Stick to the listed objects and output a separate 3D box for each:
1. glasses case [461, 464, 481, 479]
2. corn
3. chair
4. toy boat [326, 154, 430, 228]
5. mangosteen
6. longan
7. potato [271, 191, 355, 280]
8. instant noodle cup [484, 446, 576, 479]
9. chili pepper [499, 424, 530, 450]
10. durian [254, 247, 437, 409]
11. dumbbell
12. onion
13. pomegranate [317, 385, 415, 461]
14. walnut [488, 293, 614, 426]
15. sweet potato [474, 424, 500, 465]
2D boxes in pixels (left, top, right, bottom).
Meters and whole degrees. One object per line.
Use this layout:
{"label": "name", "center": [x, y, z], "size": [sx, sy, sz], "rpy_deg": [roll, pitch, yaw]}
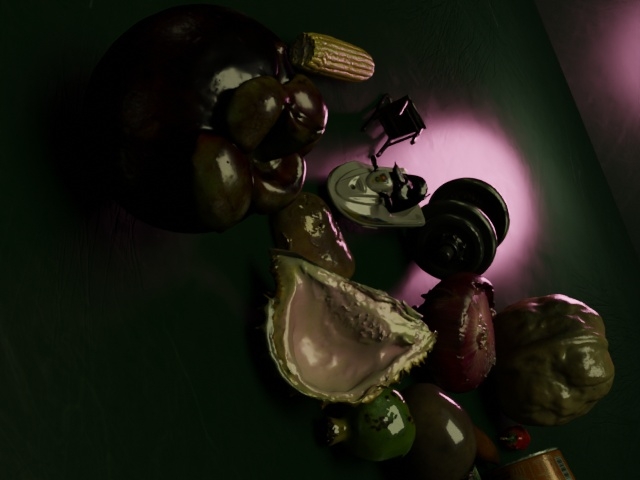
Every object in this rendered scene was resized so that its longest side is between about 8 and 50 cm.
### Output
{"label": "glasses case", "center": [0.301, 0.561, 1.801], "size": [0.272, 0.095, 0.062], "rpy_deg": [66, 29, -10]}
{"label": "corn", "center": [0.025, -0.363, 1.897], "size": [0.248, 0.081, 0.081], "rpy_deg": [-1, 74, -58]}
{"label": "chair", "center": [0.173, -0.271, 2.064], "size": [0.084, 0.101, 0.212], "rpy_deg": [59, 33, -19]}
{"label": "toy boat", "center": [0.123, -0.093, 1.851], "size": [0.269, 0.141, 0.141], "rpy_deg": [10, 64, -60]}
{"label": "mangosteen", "center": [-0.141, -0.149, 1.243], "size": [0.307, 0.347, 0.307], "rpy_deg": [-29, 130, -40]}
{"label": "longan", "center": [0.194, 0.345, 1.682], "size": [0.187, 0.167, 0.167], "rpy_deg": [59, 32, -6]}
{"label": "potato", "center": [0.000, 0.000, 1.652], "size": [0.200, 0.081, 0.164], "rpy_deg": [57, 32, -26]}
{"label": "instant noodle cup", "center": [0.443, 0.533, 1.952], "size": [0.216, 0.216, 0.172], "rpy_deg": [11, 55, -56]}
{"label": "chili pepper", "center": [0.444, 0.445, 2.141], "size": [0.191, 0.050, 0.059], "rpy_deg": [18, 42, -63]}
{"label": "durian", "center": [0.008, 0.169, 1.497], "size": [0.305, 0.185, 0.196], "rpy_deg": [33, 49, -15]}
{"label": "dumbbell", "center": [0.297, -0.024, 2.034], "size": [0.192, 0.192, 0.290], "rpy_deg": [63, 30, -12]}
{"label": "onion", "center": [0.275, 0.182, 1.911], "size": [0.248, 0.161, 0.248], "rpy_deg": [7, 81, -45]}
{"label": "pomegranate", "center": [0.084, 0.294, 1.568], "size": [0.169, 0.122, 0.143], "rpy_deg": [23, 26, -39]}
{"label": "walnut", "center": [0.510, 0.268, 2.129], "size": [0.253, 0.277, 0.282], "rpy_deg": [-32, 106, -81]}
{"label": "sweet potato", "center": [0.304, 0.399, 1.934], "size": [0.264, 0.057, 0.057], "rpy_deg": [46, 38, -38]}
